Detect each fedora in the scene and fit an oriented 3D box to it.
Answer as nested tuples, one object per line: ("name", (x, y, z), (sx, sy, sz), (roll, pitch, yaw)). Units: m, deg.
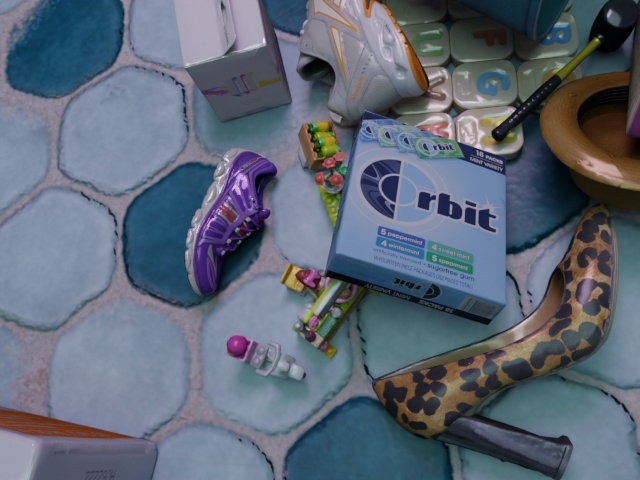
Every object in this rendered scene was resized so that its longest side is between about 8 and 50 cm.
("fedora", (0.304, -0.086, 0.643), (0.194, 0.079, 0.194), (-1, 48, 1))

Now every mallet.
("mallet", (0.249, -0.174, 0.685), (0.189, 0.062, 0.039), (-42, 77, -8))

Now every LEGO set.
("LEGO set", (0.000, 0.000, 0.673), (0.132, 0.107, 0.287), (12, 76, 14))

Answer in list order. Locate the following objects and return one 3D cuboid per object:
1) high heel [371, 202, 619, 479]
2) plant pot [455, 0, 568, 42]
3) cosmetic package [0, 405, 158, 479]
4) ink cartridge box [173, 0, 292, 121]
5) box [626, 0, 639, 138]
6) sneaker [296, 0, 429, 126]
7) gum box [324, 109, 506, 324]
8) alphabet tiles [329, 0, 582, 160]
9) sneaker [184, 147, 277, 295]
("high heel", (0.165, 0.070, 0.628), (0.186, 0.093, 0.261), (17, 84, 12))
("plant pot", (0.150, -0.367, 0.653), (0.255, 0.272, 0.272), (26, 80, 17))
("cosmetic package", (-0.416, 0.219, 0.623), (0.453, 0.230, 0.162), (8, 75, 12))
("ink cartridge box", (-0.096, -0.211, 0.733), (0.089, 0.143, 0.092), (-15, 71, 6))
("box", (0.405, -0.188, 0.600), (0.213, 0.117, 0.243), (14, 51, 14))
("sneaker", (0.011, -0.244, 0.740), (0.121, 0.099, 0.263), (-30, 64, 15))
("gum box", (0.097, -0.027, 0.636), (0.156, 0.041, 0.184), (17, 51, -5))
("alphabet tiles", (0.145, -0.220, 0.757), (0.277, 0.021, 0.284), (-3, 73, 9))
("sneaker", (-0.094, -0.020, 0.720), (0.071, 0.068, 0.170), (18, 77, 9))
